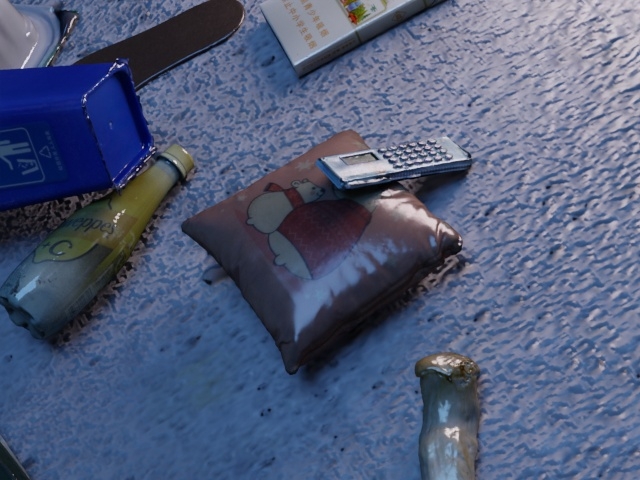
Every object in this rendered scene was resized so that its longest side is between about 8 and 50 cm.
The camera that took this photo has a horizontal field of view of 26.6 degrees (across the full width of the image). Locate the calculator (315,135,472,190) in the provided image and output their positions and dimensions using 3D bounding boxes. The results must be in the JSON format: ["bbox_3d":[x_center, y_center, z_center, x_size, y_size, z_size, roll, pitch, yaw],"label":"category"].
[{"bbox_3d":[0.080,-0.080,1.394,0.172,0.018,0.057,-12,39,-31],"label":"calculator"}]

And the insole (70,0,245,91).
[{"bbox_3d":[-0.240,-0.213,1.671,0.327,0.007,0.111,-29,53,0],"label":"insole"}]

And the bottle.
[{"bbox_3d":[-0.238,-0.008,1.484,0.083,0.083,0.270,23,60,32],"label":"bottle"}]

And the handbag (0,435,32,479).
[{"bbox_3d":[-0.396,0.310,1.326,0.260,0.079,0.247,-44,52,-8],"label":"handbag"}]

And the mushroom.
[{"bbox_3d":[0.117,0.194,1.230,0.059,0.054,0.202,-6,60,15],"label":"mushroom"}]

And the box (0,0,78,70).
[{"bbox_3d":[-0.494,-0.209,1.685,0.264,0.106,0.337,9,58,21],"label":"box"}]

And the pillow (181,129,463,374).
[{"bbox_3d":[0.000,0.000,1.381,0.223,0.084,0.236,-30,50,-11],"label":"pillow"}]

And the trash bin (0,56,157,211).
[{"bbox_3d":[-0.316,-0.121,1.512,0.234,0.163,0.184,-6,28,23],"label":"trash bin"}]

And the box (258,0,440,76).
[{"bbox_3d":[0.046,-0.288,1.598,0.220,0.032,0.122,-28,51,1],"label":"box"}]
